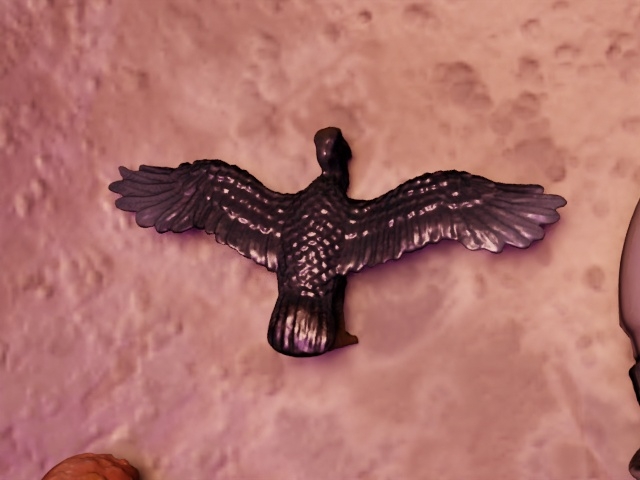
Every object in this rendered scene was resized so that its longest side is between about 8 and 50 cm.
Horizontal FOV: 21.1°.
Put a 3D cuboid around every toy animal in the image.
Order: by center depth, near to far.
[{"bbox_3d":[0.000,0.000,0.792,0.220,0.062,0.108,7,88,16],"label":"toy animal"}]

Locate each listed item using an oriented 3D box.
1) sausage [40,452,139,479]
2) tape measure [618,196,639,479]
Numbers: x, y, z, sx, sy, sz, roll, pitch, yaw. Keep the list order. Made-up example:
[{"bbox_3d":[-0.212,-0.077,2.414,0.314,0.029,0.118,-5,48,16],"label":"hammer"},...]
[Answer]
[{"bbox_3d":[-0.151,0.242,0.798,0.078,0.078,0.304,20,90,10],"label":"sausage"},{"bbox_3d":[0.224,0.028,0.727,0.197,0.120,0.236,16,85,12],"label":"tape measure"}]
